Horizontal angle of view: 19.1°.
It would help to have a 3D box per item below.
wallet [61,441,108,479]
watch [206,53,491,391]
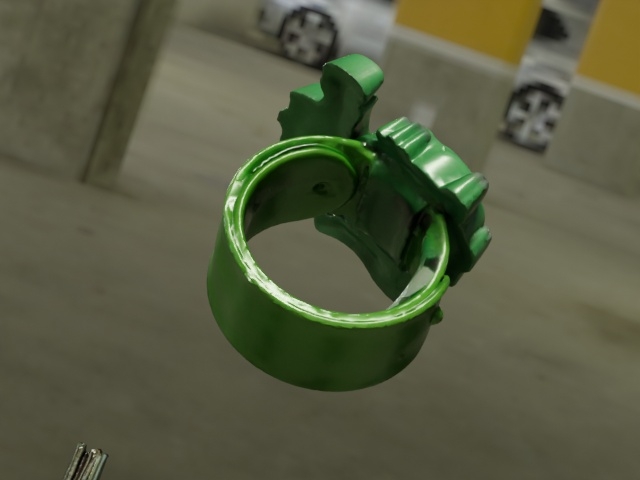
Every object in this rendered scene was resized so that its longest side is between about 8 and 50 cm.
[{"bbox_3d":[-0.248,0.316,1.488,0.044,0.169,0.317,25,39,-3],"label":"wallet"},{"bbox_3d":[0.000,0.000,1.062,0.165,0.131,0.152,43,58,17],"label":"watch"}]
